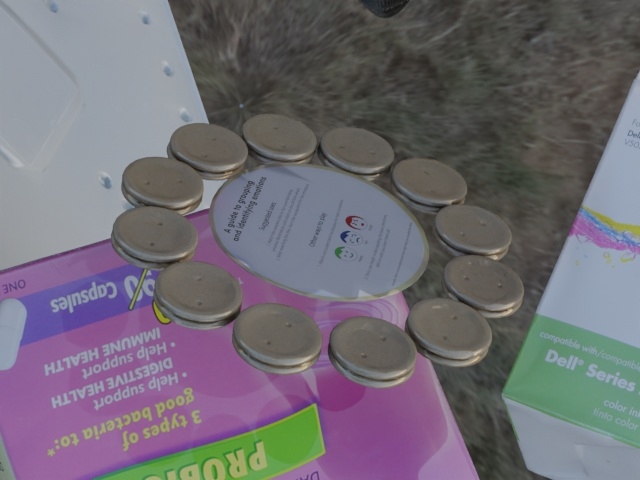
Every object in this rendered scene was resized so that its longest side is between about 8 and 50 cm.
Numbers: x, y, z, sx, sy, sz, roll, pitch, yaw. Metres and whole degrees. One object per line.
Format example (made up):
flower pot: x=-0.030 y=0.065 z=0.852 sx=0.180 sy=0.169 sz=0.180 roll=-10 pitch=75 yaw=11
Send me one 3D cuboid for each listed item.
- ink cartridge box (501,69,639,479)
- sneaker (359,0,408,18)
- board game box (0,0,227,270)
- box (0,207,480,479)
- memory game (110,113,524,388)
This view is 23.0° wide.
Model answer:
ink cartridge box: x=0.272 y=0.018 z=1.251 sx=0.119 sy=0.207 sz=0.353 roll=19 pitch=72 yaw=21
sneaker: x=0.032 y=-0.234 z=0.973 sx=0.132 sy=0.229 sz=0.086 roll=31 pitch=136 yaw=0
board game box: x=-0.215 y=-0.094 z=0.988 sx=0.050 sy=0.390 sz=0.390 roll=-31 pitch=68 yaw=30
box: x=-0.051 y=0.117 z=0.763 sx=0.213 sy=0.117 sz=0.243 roll=-17 pitch=80 yaw=-26
memory game: x=0.000 y=0.000 z=0.688 sx=0.186 sy=0.186 sz=0.012 roll=12 pitch=126 yaw=-4
